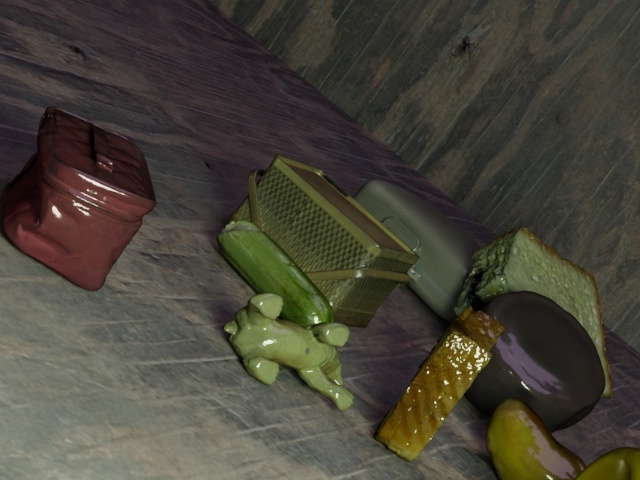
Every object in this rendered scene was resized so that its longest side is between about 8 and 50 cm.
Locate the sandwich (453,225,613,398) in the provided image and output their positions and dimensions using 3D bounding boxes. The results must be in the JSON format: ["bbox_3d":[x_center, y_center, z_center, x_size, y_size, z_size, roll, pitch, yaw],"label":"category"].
[{"bbox_3d":[0.367,0.135,2.464,0.325,0.131,0.262,28,49,-42],"label":"sandwich"}]

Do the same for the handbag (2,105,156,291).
[{"bbox_3d":[-0.272,-0.054,1.594,0.146,0.135,0.225,28,15,-18],"label":"handbag"}]

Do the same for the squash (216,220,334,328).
[{"bbox_3d":[-0.063,0.050,1.947,0.239,0.069,0.069,45,14,30],"label":"squash"}]

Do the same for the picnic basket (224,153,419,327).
[{"bbox_3d":[0.000,0.000,2.141,0.266,0.139,0.165,42,13,25],"label":"picnic basket"}]

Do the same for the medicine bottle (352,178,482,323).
[{"bbox_3d":[0.222,0.033,2.687,0.282,0.123,0.375,20,22,-48],"label":"medicine bottle"}]

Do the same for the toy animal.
[{"bbox_3d":[-0.031,0.132,1.716,0.218,0.103,0.101,23,-6,-35],"label":"toy animal"}]

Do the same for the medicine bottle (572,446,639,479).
[{"bbox_3d":[0.438,0.420,1.583,0.384,0.224,0.224,34,12,-8],"label":"medicine bottle"}]

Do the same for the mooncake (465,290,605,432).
[{"bbox_3d":[0.327,0.194,2.209,0.245,0.133,0.245,18,47,-20],"label":"mooncake"}]

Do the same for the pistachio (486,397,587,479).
[{"bbox_3d":[0.288,0.304,1.922,0.110,0.100,0.189,-13,56,-45],"label":"pistachio"}]

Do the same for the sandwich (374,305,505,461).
[{"bbox_3d":[0.152,0.178,1.793,0.065,0.186,0.214,36,9,6],"label":"sandwich"}]
